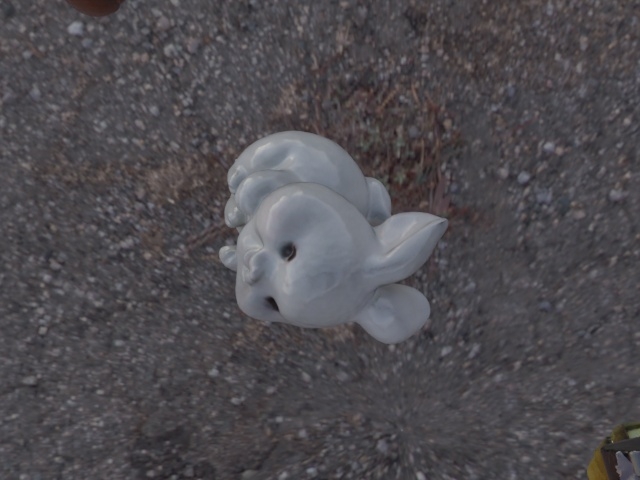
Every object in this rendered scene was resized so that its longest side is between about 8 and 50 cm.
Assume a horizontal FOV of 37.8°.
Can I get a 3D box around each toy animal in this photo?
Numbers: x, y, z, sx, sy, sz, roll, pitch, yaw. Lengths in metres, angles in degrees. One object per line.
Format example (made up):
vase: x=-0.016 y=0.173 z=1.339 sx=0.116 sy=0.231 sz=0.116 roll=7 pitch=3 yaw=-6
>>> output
toy animal: x=0.004 y=-0.005 z=0.809 sx=0.179 sy=0.127 sz=0.193 roll=0 pitch=32 yaw=-27

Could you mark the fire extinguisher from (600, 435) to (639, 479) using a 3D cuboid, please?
fire extinguisher: x=0.219 y=0.228 z=0.472 sx=0.072 sy=0.089 sz=0.267 roll=-11 pitch=75 yaw=-8

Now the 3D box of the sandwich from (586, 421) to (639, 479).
sandwich: x=0.400 y=0.277 z=0.902 sx=0.251 sy=0.226 sz=0.087 roll=17 pitch=111 yaw=-12

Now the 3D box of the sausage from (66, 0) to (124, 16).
sausage: x=-0.289 y=-0.339 z=1.105 sx=0.102 sy=0.330 sz=0.102 roll=0 pitch=87 yaw=-2
